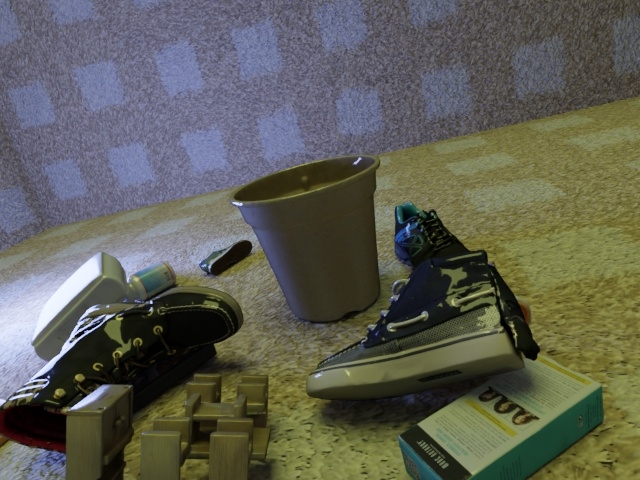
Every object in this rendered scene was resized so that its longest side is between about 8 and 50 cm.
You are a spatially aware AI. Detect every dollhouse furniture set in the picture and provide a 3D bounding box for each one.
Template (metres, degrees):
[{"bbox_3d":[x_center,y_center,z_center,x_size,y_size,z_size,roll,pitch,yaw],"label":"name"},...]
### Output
[{"bbox_3d":[-0.191,0.290,0.585,0.241,0.161,0.212,2,1,-1],"label":"dollhouse furniture set"}]

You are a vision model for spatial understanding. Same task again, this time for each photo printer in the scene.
[{"bbox_3d":[-0.647,0.162,1.201,0.256,0.107,0.307,-48,27,-9],"label":"photo printer"}]

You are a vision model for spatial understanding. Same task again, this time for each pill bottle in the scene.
[{"bbox_3d":[-0.534,0.131,1.353,0.087,0.087,0.160,4,26,43],"label":"pill bottle"}]

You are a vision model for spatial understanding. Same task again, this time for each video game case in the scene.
[{"bbox_3d":[-0.399,0.257,0.920,0.248,0.035,0.274,17,37,41],"label":"video game case"}]

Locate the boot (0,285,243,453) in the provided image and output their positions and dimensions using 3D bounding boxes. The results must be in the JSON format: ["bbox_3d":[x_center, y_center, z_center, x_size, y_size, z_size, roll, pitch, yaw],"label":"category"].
[{"bbox_3d":[-0.346,0.218,0.785,0.376,0.138,0.284,-7,26,15],"label":"boot"}]

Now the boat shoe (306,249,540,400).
[{"bbox_3d":[0.125,0.133,0.651,0.340,0.127,0.158,-21,54,25],"label":"boat shoe"}]

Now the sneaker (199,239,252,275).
[{"bbox_3d":[-0.320,0.048,1.459,0.086,0.065,0.192,7,31,36],"label":"sneaker"}]

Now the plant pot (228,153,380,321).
[{"bbox_3d":[0.000,0.000,0.995,0.333,0.306,0.334,-13,18,5],"label":"plant pot"}]

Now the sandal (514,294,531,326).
[{"bbox_3d":[0.211,0.172,0.695,0.265,0.102,0.076,-21,19,9],"label":"sandal"}]

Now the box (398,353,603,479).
[{"bbox_3d":[0.227,0.234,0.547,0.244,0.060,0.100,-22,19,-20],"label":"box"}]

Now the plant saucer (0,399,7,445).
[{"bbox_3d":[-0.690,0.378,0.856,0.199,0.037,0.200,-14,19,5],"label":"plant saucer"}]

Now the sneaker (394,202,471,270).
[{"bbox_3d":[0.257,0.006,1.044,0.124,0.140,0.341,-17,20,-13],"label":"sneaker"}]
